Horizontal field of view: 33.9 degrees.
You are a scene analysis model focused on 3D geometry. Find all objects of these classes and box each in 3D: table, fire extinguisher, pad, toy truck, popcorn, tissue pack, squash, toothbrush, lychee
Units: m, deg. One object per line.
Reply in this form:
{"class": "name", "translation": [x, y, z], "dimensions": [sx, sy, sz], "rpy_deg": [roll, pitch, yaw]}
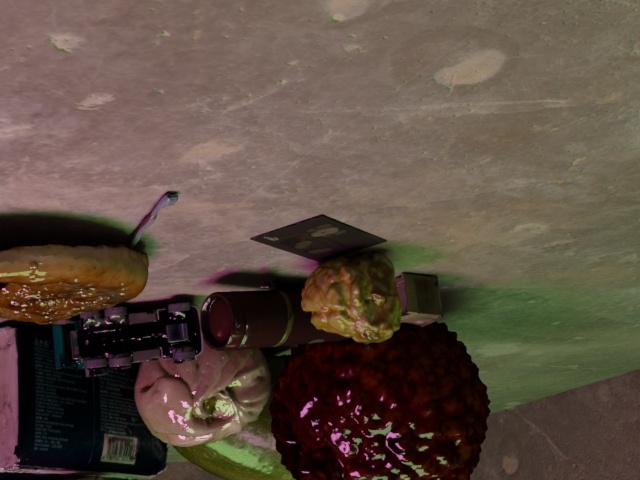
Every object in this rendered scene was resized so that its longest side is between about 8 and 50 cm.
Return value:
{"class": "table", "translation": [0.160, 0.104, 1.837], "dimensions": [0.083, 0.079, 0.062], "rpy_deg": [9, 154, -37]}
{"class": "fire extinguisher", "translation": [-0.033, 0.117, 1.773], "dimensions": [0.341, 0.105, 0.141], "rpy_deg": [-1, 141, -41]}
{"class": "pad", "translation": [0.000, 0.000, 1.576], "dimensions": [0.127, 0.004, 0.190], "rpy_deg": [-17, 160, 29]}
{"class": "toy truck", "translation": [-0.327, 0.168, 1.796], "dimensions": [0.253, 0.114, 0.124], "rpy_deg": [-6, 175, -5]}
{"class": "popcorn", "translation": [0.056, 0.100, 1.671], "dimensions": [0.173, 0.142, 0.173], "rpy_deg": [1, 152, 1]}
{"class": "tissue pack", "translation": [-0.497, 0.322, 1.937], "dimensions": [0.253, 0.264, 0.416], "rpy_deg": [-15, 161, 24]}
{"class": "squash", "translation": [-0.203, 0.376, 2.181], "dimensions": [0.309, 0.310, 0.310], "rpy_deg": [10, 155, -39]}
{"class": "toothbrush", "translation": [-0.229, -0.023, 1.395], "dimensions": [0.019, 0.013, 0.193], "rpy_deg": [-7, 164, -31]}
{"class": "lychee", "translation": [0.104, 0.333, 1.966], "dimensions": [0.424, 0.425, 0.500], "rpy_deg": [-19, -170, 32]}

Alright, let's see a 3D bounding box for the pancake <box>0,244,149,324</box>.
{"class": "pancake", "translation": [-0.433, 0.067, 1.471], "dimensions": [0.387, 0.082, 0.387], "rpy_deg": [-5, 167, -1]}

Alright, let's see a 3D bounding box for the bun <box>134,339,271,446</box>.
{"class": "bun", "translation": [-0.217, 0.269, 1.928], "dimensions": [0.259, 0.259, 0.160], "rpy_deg": [-5, -164, -9]}

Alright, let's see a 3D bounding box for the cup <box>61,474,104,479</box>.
{"class": "cup", "translation": [-0.477, 0.503, 1.854], "dimensions": [0.226, 0.185, 0.241], "rpy_deg": [-16, -166, 0]}
